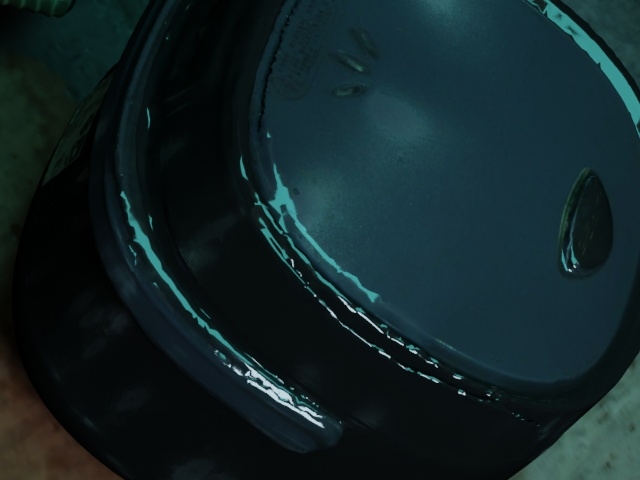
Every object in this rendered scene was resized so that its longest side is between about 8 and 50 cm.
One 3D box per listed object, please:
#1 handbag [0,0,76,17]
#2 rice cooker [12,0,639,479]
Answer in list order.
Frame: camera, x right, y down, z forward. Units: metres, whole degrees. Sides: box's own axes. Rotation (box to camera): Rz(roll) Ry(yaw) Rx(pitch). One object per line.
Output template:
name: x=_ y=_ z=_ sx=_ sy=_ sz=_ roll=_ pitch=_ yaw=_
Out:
handbag: x=-0.135 y=-0.283 z=0.869 sx=0.240 sy=0.247 sz=0.341 roll=31 pitch=43 yaw=-20
rice cooker: x=0.000 y=0.000 z=0.838 sx=0.267 sy=0.224 sz=0.267 roll=14 pitch=62 yaw=-29
